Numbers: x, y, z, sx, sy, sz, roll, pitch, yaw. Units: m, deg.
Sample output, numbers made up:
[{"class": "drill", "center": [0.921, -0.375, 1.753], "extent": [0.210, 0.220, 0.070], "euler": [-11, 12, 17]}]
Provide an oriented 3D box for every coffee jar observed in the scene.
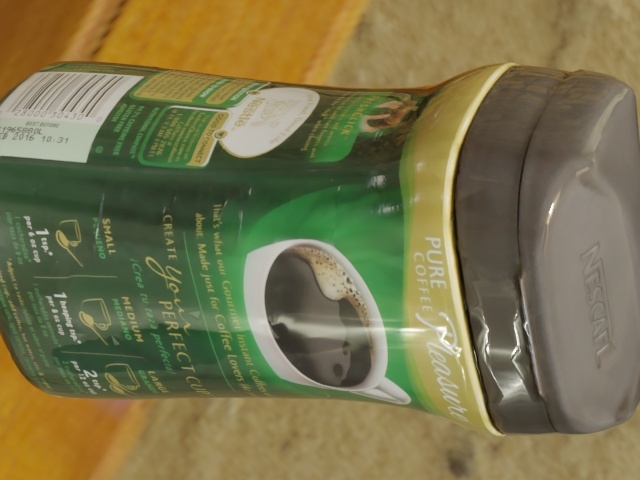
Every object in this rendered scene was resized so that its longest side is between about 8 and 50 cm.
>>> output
[{"class": "coffee jar", "center": [0.000, 0.000, 0.507], "extent": [0.184, 0.096, 0.079], "euler": [3, 35, 26]}]
